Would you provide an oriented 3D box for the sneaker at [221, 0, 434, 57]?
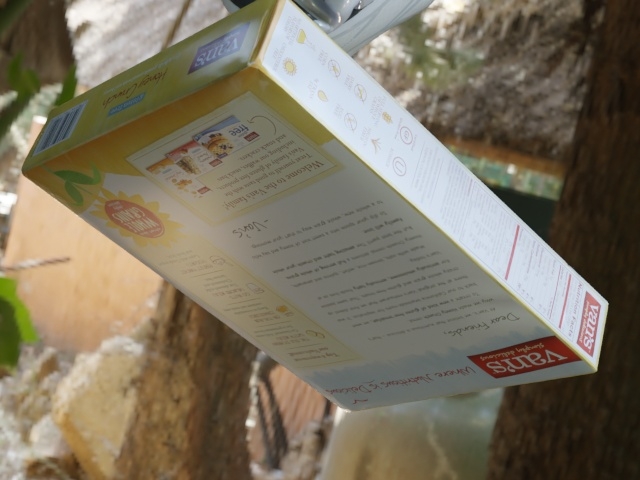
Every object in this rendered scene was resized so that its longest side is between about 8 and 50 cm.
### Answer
[{"bbox_3d":[0.064,-0.206,0.674,0.110,0.292,0.118,46,-7,22],"label":"sneaker"}]

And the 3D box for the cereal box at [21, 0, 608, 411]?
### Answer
[{"bbox_3d":[0.000,0.000,0.562,0.173,0.047,0.240,-16,-45,43],"label":"cereal box"}]
